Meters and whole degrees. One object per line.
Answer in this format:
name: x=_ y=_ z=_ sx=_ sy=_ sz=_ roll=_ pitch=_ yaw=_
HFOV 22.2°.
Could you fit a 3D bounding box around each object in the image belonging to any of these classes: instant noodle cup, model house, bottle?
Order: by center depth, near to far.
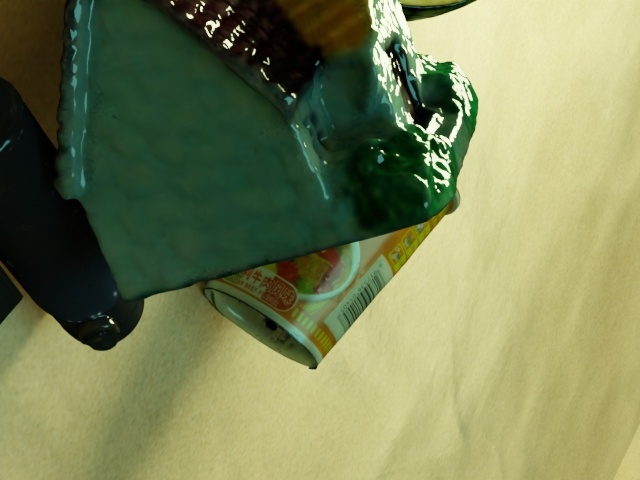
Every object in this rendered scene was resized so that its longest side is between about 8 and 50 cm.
bottle: x=-0.180 y=-0.008 z=1.059 sx=0.244 sy=0.072 sz=0.082 roll=64 pitch=9 yaw=-57
model house: x=-0.045 y=-0.140 z=1.062 sx=0.280 sy=0.230 sz=0.249 roll=-67 pitch=140 yaw=-67
instant noodle cup: x=0.000 y=0.000 z=1.356 sx=0.185 sy=0.168 sz=0.168 roll=-55 pitch=151 yaw=-14

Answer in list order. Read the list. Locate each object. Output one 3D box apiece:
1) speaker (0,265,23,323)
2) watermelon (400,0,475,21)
speaker: x=-0.240 y=-0.005 z=0.978 sx=0.046 sy=0.040 sz=0.191 roll=-53 pitch=150 yaw=-19
watermelon: x=0.094 y=-0.277 z=1.436 sx=0.303 sy=0.159 sz=0.128 roll=-55 pitch=-172 yaw=-29
